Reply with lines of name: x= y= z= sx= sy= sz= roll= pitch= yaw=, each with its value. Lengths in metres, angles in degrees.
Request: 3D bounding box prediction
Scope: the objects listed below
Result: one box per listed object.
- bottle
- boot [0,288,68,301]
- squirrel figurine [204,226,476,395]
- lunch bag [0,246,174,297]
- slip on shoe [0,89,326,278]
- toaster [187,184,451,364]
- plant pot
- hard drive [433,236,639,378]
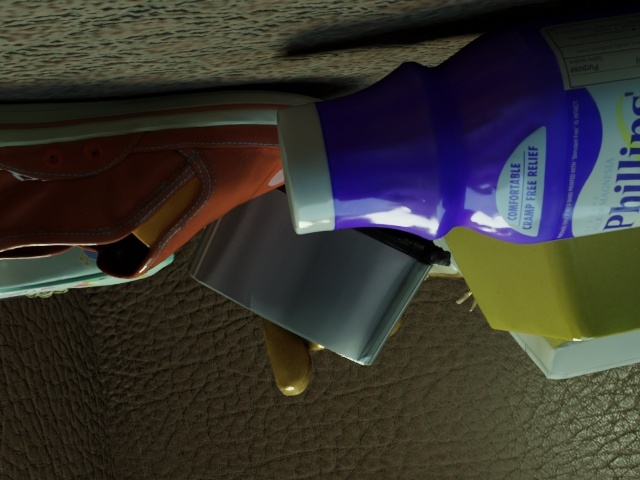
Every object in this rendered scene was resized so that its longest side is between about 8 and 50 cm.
bottle: x=0.120 y=-0.057 z=0.511 sx=0.282 sy=0.118 sz=0.092 roll=-9 pitch=-140 yaw=-4
boot: x=-0.496 y=0.036 z=1.340 sx=0.284 sy=0.138 sz=0.377 roll=-9 pitch=175 yaw=-15
squirrel figurine: x=0.086 y=-0.023 z=1.304 sx=0.370 sy=0.281 sz=0.397 roll=-19 pitch=-167 yaw=11
lunch bag: x=-0.286 y=-0.001 z=0.915 sx=0.224 sy=0.108 sz=0.279 roll=-6 pitch=178 yaw=-41
slip on shoe: x=-0.109 y=-0.029 z=0.577 sx=0.331 sy=0.101 sz=0.123 roll=-12 pitch=180 yaw=-39
toaster: x=0.000 y=0.000 z=0.768 sx=0.168 sy=0.110 sz=0.186 roll=26 pitch=-167 yaw=-3
plant pot: x=0.196 y=-0.036 z=0.685 sx=0.212 sy=0.187 sz=0.212 roll=-10 pitch=180 yaw=-14
hard drive: x=0.220 y=-0.017 z=0.912 sx=0.233 sy=0.047 sz=0.353 roll=-9 pitch=-144 yaw=-19
